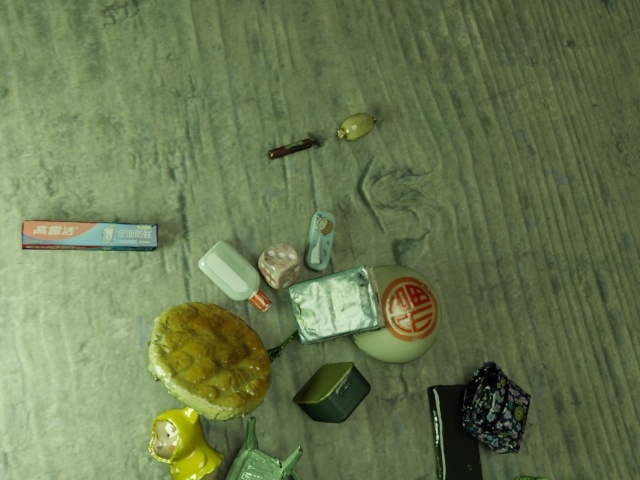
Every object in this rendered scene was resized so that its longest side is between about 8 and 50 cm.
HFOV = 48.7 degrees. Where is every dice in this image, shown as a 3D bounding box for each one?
[{"bbox_3d":[-0.108,0.068,1.910,0.091,0.094,0.093,-32,58,-25],"label":"dice"}]

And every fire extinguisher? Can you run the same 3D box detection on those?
[{"bbox_3d":[-0.070,-0.272,2.061,0.173,0.049,0.035,-21,77,-26],"label":"fire extinguisher"}]

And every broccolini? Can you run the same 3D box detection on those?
[{"bbox_3d":[-0.105,0.282,1.911,0.035,0.030,0.140,31,55,27],"label":"broccolini"}]

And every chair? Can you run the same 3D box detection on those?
[{"bbox_3d":[-0.132,0.591,1.700,0.191,0.274,0.203,21,54,7],"label":"chair"}]

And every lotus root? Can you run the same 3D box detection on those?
[{"bbox_3d":[0.109,-0.346,2.147,0.150,0.062,0.073,-29,88,-28],"label":"lotus root"}]

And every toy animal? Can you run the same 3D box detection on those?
[{"bbox_3d":[-0.312,0.507,1.689,0.156,0.156,0.229,-23,89,-26],"label":"toy animal"}]

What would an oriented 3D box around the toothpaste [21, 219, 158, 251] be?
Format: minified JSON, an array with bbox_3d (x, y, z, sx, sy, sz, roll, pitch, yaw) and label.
[{"bbox_3d":[-0.571,-0.010,1.762,0.321,0.076,0.066,0,79,-22],"label":"toothpaste"}]

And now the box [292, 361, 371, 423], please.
[{"bbox_3d":[0.031,0.398,1.837,0.090,0.201,0.144,50,62,-8],"label":"box"}]

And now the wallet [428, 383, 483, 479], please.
[{"bbox_3d":[0.391,0.558,2.037,0.146,0.030,0.285,1,75,-22],"label":"wallet"}]

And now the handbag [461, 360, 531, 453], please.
[{"bbox_3d":[0.508,0.480,2.041,0.208,0.127,0.228,41,61,-25],"label":"handbag"}]

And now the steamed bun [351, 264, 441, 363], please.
[{"bbox_3d":[0.218,0.201,1.979,0.283,0.177,0.282,6,73,-21],"label":"steamed bun"}]

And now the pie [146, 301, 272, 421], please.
[{"bbox_3d":[-0.267,0.290,1.735,0.340,0.083,0.339,23,36,-18],"label":"pie"}]

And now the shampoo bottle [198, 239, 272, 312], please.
[{"bbox_3d":[-0.219,0.104,1.892,0.221,0.051,0.108,45,62,-5],"label":"shampoo bottle"}]

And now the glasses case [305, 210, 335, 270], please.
[{"bbox_3d":[0.000,0.000,2.016,0.067,0.045,0.178,16,70,-19],"label":"glasses case"}]

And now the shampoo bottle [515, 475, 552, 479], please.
[{"bbox_3d":[0.626,0.716,2.018,0.079,0.162,0.079,6,74,-21],"label":"shampoo bottle"}]

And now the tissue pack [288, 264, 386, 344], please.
[{"bbox_3d":[0.043,0.176,1.899,0.073,0.236,0.173,17,60,-66],"label":"tissue pack"}]
